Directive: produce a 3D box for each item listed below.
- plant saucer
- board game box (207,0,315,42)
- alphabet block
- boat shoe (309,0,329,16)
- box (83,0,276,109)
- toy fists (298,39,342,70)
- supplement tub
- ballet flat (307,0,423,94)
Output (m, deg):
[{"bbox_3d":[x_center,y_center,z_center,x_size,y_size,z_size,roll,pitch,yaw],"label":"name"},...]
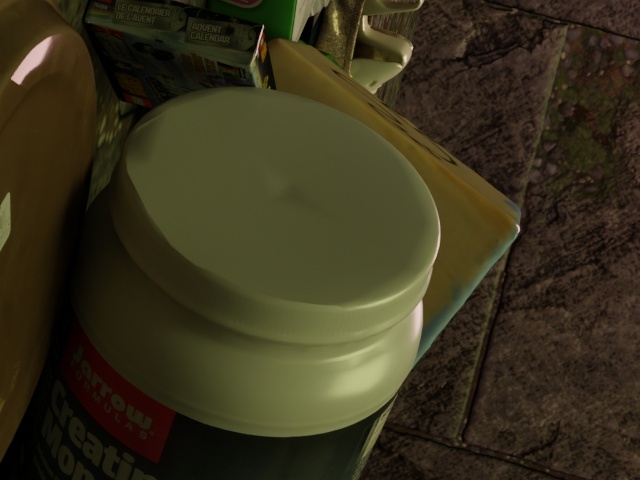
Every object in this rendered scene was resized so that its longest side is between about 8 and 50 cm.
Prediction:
[{"bbox_3d":[-0.157,0.016,0.798,0.278,0.041,0.278,16,90,-84],"label":"plant saucer"},{"bbox_3d":[-0.004,-0.321,1.247,0.242,0.064,0.316,-69,172,-45],"label":"board game box"},{"bbox_3d":[0.000,0.000,1.202,0.193,0.197,0.192,-52,178,6],"label":"alphabet block"},{"bbox_3d":[0.030,-0.297,1.546,0.079,0.081,0.227,15,90,-84],"label":"boat shoe"},{"bbox_3d":[-0.074,-0.098,1.009,0.137,0.094,0.027,83,23,-76],"label":"box"},{"bbox_3d":[-0.021,-0.022,1.366,0.142,0.096,0.279,-14,98,-63],"label":"toy fists"},{"bbox_3d":[-0.056,0.072,0.991,0.191,0.191,0.272,-68,179,-51],"label":"supplement tub"},{"bbox_3d":[0.042,-0.218,1.745,0.107,0.106,0.316,-66,170,-56],"label":"ballet flat"}]
